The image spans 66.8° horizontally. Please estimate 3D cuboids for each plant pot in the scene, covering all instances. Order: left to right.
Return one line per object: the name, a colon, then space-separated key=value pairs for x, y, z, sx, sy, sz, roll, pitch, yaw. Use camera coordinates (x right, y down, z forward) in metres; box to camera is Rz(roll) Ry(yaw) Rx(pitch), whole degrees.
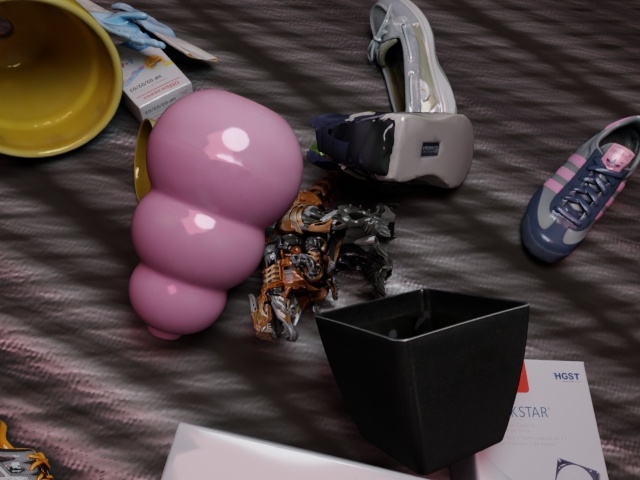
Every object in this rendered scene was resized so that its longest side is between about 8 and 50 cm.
plant pot: x=-0.477 y=-0.298 z=0.760 sx=0.254 sy=0.253 sz=0.239 roll=-31 pitch=57 yaw=-19
plant pot: x=-0.231 y=-0.120 z=0.771 sx=0.095 sy=0.134 sz=0.134 roll=0 pitch=63 yaw=-33
plant pot: x=0.123 y=0.163 z=0.592 sx=0.188 sy=0.188 sz=0.166 roll=-9 pitch=95 yaw=-27

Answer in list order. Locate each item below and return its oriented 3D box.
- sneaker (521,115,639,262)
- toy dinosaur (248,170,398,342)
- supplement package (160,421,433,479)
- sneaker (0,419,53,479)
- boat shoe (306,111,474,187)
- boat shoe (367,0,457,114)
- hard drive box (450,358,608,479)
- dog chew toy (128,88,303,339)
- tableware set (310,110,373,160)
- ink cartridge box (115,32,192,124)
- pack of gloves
sneaker: x=0.459 y=-0.101 z=0.834 sx=0.112 sy=0.131 sz=0.319 roll=37 pitch=67 yaw=9
toy dinosaur: x=0.000 y=0.000 z=0.729 sx=0.219 sy=0.164 sz=0.321 roll=8 pitch=75 yaw=13
supplement package: x=-0.036 y=0.331 z=0.550 sx=0.293 sy=0.175 sz=0.177 roll=14 pitch=66 yaw=-1
sneaker: x=-0.357 y=0.297 z=0.580 sx=0.215 sy=0.084 sz=0.083 roll=31 pitch=61 yaw=8
boat shoe: x=0.124 y=-0.155 z=0.783 sx=0.158 sy=0.341 sz=0.127 roll=16 pitch=102 yaw=34
boat shoe: x=0.152 y=-0.328 z=0.912 sx=0.103 sy=0.118 sz=0.320 roll=-12 pitch=74 yaw=-17
hard drive box: x=0.273 y=0.285 z=0.659 sx=0.181 sy=0.089 sz=0.231 roll=3 pitch=65 yaw=-7
dog chew toy: x=-0.155 y=-0.025 z=0.656 sx=0.207 sy=0.206 sz=0.331 roll=21 pitch=93 yaw=3
tableware set: x=0.055 y=-0.184 z=0.871 sx=0.104 sy=0.024 sz=0.154 roll=25 pitch=57 yaw=38
ink cartridge box: x=-0.297 y=-0.270 z=0.855 sx=0.104 sy=0.061 sz=0.181 roll=-37 pitch=75 yaw=-22
pack of gloves: x=-0.319 y=-0.391 z=0.848 sx=0.232 sy=0.046 sz=0.195 roll=35 pitch=27 yaw=18
